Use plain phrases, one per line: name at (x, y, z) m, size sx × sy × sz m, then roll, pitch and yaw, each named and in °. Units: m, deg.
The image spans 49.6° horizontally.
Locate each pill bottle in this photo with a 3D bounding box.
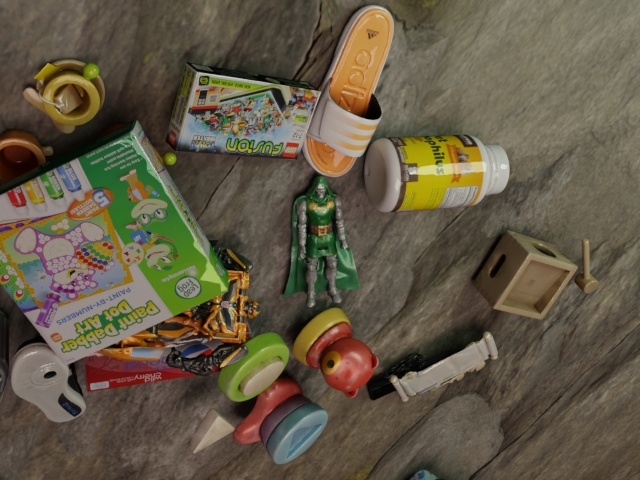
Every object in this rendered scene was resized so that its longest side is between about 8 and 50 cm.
pill bottle at (0.186, -0.109, 1.104) m, size 0.215 × 0.117 × 0.117 m, roll -5°, pitch 123°, yaw -18°

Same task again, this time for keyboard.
keyboard at (0.181, 0.259, 1.400) m, size 0.192 × 0.038 × 0.100 m, roll -23°, pitch 150°, yaw -8°

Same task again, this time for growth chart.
growth chart at (0.255, 0.260, 1.398) m, size 0.237 × 0.021 × 0.172 m, roll -25°, pitch 148°, yaw -4°

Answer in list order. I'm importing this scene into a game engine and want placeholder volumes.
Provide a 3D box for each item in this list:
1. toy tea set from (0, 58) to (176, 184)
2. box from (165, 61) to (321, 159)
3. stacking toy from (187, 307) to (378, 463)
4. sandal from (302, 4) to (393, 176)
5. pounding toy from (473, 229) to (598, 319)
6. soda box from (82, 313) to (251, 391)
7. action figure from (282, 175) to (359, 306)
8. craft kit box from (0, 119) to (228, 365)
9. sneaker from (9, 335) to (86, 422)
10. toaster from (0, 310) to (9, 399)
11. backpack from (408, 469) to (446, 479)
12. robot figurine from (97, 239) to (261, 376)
toy tea set at (-0.361, -0.065, 0.917) m, size 0.336 × 0.124 × 0.200 m, roll -44°, pitch 126°, yaw 9°
box at (-0.104, -0.175, 0.964) m, size 0.207 × 0.036 × 0.114 m, roll -2°, pitch 123°, yaw -41°
stacking toy at (-0.055, 0.283, 1.194) m, size 0.279 × 0.130 × 0.309 m, roll -4°, pitch 129°, yaw -50°
sandal at (0.046, -0.206, 1.013) m, size 0.102 × 0.076 × 0.265 m, roll 5°, pitch 119°, yaw -23°
pounding toy at (0.426, 0.050, 1.312) m, size 0.206 × 0.094 × 0.181 m, roll 14°, pitch 116°, yaw -28°
soda box at (-0.250, 0.168, 1.129) m, size 0.263 × 0.092 × 0.083 m, roll -5°, pitch 123°, yaw -18°
action figure at (0.000, 0.000, 1.141) m, size 0.137 × 0.063 × 0.232 m, roll -9°, pitch 120°, yaw -11°
craft kit box at (-0.283, 0.011, 0.884) m, size 0.250 × 0.061 × 0.247 m, roll -25°, pitch 119°, yaw 5°
sneaker at (-0.423, 0.181, 1.046) m, size 0.079 × 0.121 × 0.217 m, roll -20°, pitch 146°, yaw -17°
toaster at (-0.529, 0.187, 1.001) m, size 0.129 × 0.146 × 0.227 m, roll 19°, pitch 113°, yaw -31°
backpack at (0.240, 0.670, 1.579) m, size 0.253 × 0.191 × 0.225 m, roll -47°, pitch 123°, yaw 3°
robot figurine at (-0.231, 0.096, 1.040) m, size 0.291 × 0.085 × 0.211 m, roll 4°, pitch 80°, yaw -13°
